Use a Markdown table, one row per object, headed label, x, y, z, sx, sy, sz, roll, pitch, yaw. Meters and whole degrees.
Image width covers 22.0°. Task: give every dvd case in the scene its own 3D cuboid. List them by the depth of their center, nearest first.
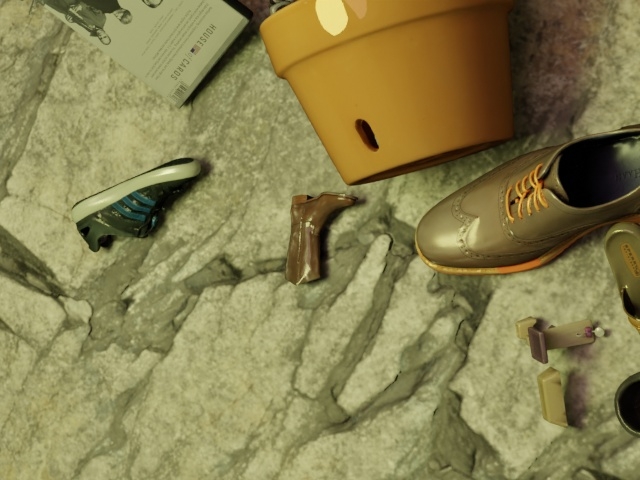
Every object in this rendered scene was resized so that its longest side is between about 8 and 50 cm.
| label | x | y | z | sx | sy | sz | roll | pitch | yaw |
| --- | --- | --- | --- | --- | --- | --- | --- | --- | --- |
| dvd case | -0.228 | -0.300 | 2.110 | 0.238 | 0.029 | 0.179 | 37 | 127 | -10 |

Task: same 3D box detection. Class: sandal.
| label | x | y | z | sx | sy | sz | roll | pitch | yaw |
| --- | --- | --- | --- | --- | --- | --- | --- | --- | --- |
| sandal | 0.351 | 0.065 | 1.746 | 0.072 | 0.049 | 0.180 | -29 | 88 | 34 |

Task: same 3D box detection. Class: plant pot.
| label | x | y | z | sx | sy | sz | roll | pitch | yaw |
| --- | --- | --- | --- | --- | --- | --- | --- | --- | --- |
| plant pot | 0.097 | -0.185 | 1.862 | 0.291 | 0.291 | 0.203 | -18 | 87 | 29 |

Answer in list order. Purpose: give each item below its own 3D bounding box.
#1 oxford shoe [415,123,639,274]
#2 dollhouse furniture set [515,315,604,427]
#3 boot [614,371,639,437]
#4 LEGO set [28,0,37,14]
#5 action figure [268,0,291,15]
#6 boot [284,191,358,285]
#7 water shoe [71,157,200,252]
| label | x | y | z | sx | sy | sz | roll | pitch | yaw |
| --- | --- | --- | --- | --- | --- | --- | --- | --- | --- |
| oxford shoe | 0.247 | -0.056 | 1.808 | 0.363 | 0.132 | 0.130 | -21 | 70 | 28 |
| dollhouse furniture set | 0.274 | 0.142 | 1.826 | 0.081 | 0.091 | 0.114 | -11 | 98 | -10 |
| boot | 0.465 | 0.113 | 1.579 | 0.338 | 0.222 | 0.118 | -38 | 61 | 21 |
| LEGO set | -0.266 | -0.438 | 2.179 | 0.255 | 0.192 | 0.331 | 13 | 88 | 34 |
| action figure | -0.030 | -0.364 | 2.062 | 0.285 | 0.099 | 0.185 | 40 | 87 | 12 |
| boot | 0.000 | 0.000 | 2.012 | 0.106 | 0.037 | 0.114 | -6 | 73 | 45 |
| water shoe | -0.231 | -0.046 | 2.165 | 0.203 | 0.073 | 0.080 | -21 | 96 | 27 |
